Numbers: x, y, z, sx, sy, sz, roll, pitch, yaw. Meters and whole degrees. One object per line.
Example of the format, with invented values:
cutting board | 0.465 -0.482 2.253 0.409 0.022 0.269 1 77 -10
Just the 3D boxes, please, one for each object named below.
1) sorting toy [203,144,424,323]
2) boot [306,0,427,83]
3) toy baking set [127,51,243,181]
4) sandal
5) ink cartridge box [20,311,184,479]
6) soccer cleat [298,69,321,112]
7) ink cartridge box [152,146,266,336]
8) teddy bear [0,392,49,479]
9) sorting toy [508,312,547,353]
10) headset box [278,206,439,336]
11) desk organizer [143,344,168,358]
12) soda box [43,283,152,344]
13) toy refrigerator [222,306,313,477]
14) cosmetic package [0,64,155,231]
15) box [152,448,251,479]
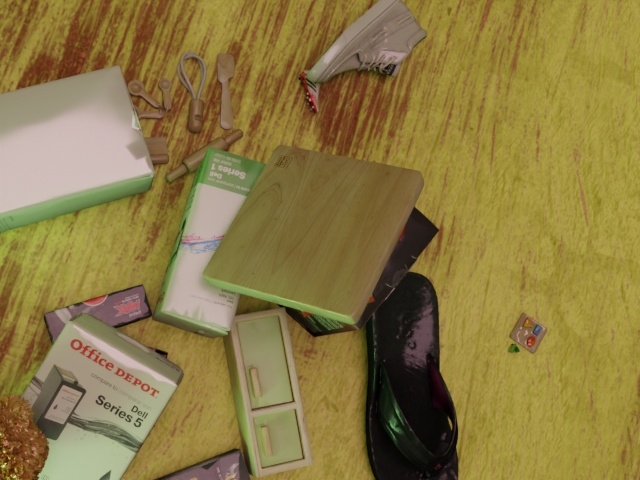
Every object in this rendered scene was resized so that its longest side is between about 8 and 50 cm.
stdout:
sorting toy | 0.000 0.000 1.405 0.256 0.089 0.257 13 61 28
boot | 0.095 -0.347 1.735 0.123 0.095 0.258 46 68 -5
toy baking set | -0.234 -0.227 1.660 0.256 0.030 0.196 -30 91 -18
sandal | 0.161 0.277 1.632 0.168 0.107 0.445 -10 95 -20
ink cartridge box | -0.368 0.278 1.461 0.198 0.115 0.272 31 90 -4
soccer cleat | -0.013 -0.277 1.732 0.036 0.029 0.083 -18 82 -13
ink cartridge box | -0.181 0.011 1.549 0.117 0.201 0.278 17 78 -11
teddy bear | -0.553 0.299 1.370 0.113 0.338 0.245 33 80 -53
sorting toy | 0.392 0.187 1.783 0.062 0.012 0.083 35 74 -8
headset box | 0.057 0.042 1.564 0.110 0.293 0.218 42 74 -7
desk organizer | -0.290 0.243 1.564 0.050 0.047 0.130 15 78 -16
soda box | -0.369 0.125 1.556 0.169 0.053 0.060 -17 87 -18
toy refrigerator | -0.092 0.255 1.594 0.102 0.094 0.269 -8 84 -17
cosmetic package | -0.471 -0.132 1.507 0.366 0.155 0.196 -15 86 -15
box | -0.184 0.486 1.552 0.183 0.056 0.231 -17 87 -17
